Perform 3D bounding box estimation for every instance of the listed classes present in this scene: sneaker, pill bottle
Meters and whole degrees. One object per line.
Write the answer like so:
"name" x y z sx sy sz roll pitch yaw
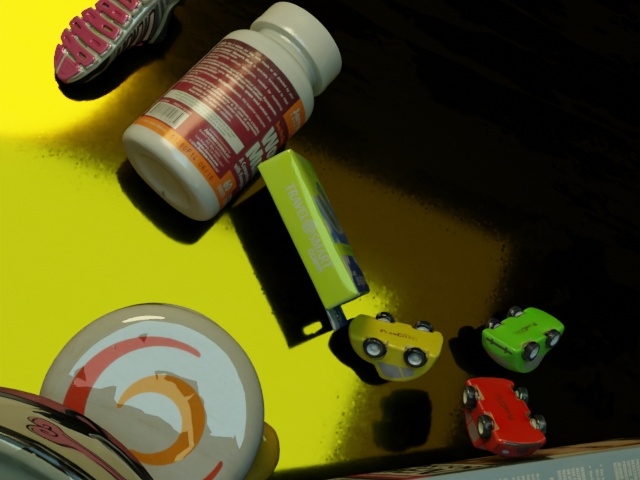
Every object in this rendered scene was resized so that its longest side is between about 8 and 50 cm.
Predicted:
"sneaker" -0.201 -0.220 0.917 0.063 0.075 0.170 42 91 24
"pill bottle" -0.084 -0.135 0.899 0.121 0.121 0.221 43 70 -3

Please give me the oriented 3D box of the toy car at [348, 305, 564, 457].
"toy car" 0.172 0.129 0.918 0.225 0.239 0.053 -18 127 -40

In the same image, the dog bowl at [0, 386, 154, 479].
"dog bowl" -0.278 0.289 0.661 0.408 0.150 0.408 0 101 2

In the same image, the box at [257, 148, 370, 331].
"box" 0.000 0.000 0.897 0.042 0.109 0.178 -26 85 8

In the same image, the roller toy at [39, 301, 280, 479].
"roller toy" -0.148 0.151 0.802 0.209 0.146 0.191 -10 89 -10

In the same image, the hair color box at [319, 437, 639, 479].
"hair color box" 0.185 0.265 0.849 0.374 0.185 0.113 -3 77 -16
